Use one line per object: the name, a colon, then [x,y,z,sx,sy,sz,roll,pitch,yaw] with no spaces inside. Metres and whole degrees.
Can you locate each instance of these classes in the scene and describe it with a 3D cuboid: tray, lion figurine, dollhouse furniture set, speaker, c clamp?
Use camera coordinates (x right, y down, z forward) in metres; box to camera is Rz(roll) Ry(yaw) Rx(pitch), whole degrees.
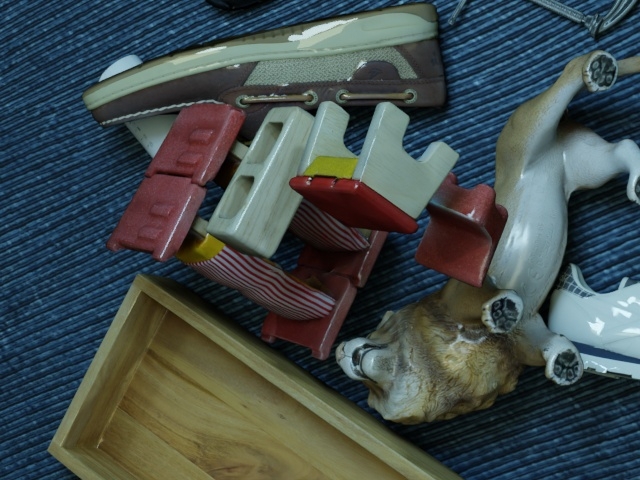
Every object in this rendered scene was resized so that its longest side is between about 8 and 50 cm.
tray: [-0.054,0.219,1.482,0.411,0.076,0.203,33,100,29]
lion figurine: [0.173,-0.004,1.404,0.142,0.240,0.392,33,83,-15]
dollhouse furniture set: [0.000,0.000,1.324,0.374,0.201,0.152,9,69,61]
speaker: [-0.161,-0.116,1.573,0.055,0.055,0.136,-44,75,14]
c clamp: [0.215,-0.235,1.461,0.160,0.022,0.137,23,91,20]

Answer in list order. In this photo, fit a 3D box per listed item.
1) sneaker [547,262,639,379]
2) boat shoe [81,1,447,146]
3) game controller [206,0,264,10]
sneaker: [0.311,0.082,1.387,0.235,0.090,0.095,11,83,18]
boat shoe: [-0.050,-0.134,1.494,0.342,0.123,0.123,-12,100,2]
game controller: [-0.089,-0.389,1.560,0.166,0.067,0.319,-21,82,4]
